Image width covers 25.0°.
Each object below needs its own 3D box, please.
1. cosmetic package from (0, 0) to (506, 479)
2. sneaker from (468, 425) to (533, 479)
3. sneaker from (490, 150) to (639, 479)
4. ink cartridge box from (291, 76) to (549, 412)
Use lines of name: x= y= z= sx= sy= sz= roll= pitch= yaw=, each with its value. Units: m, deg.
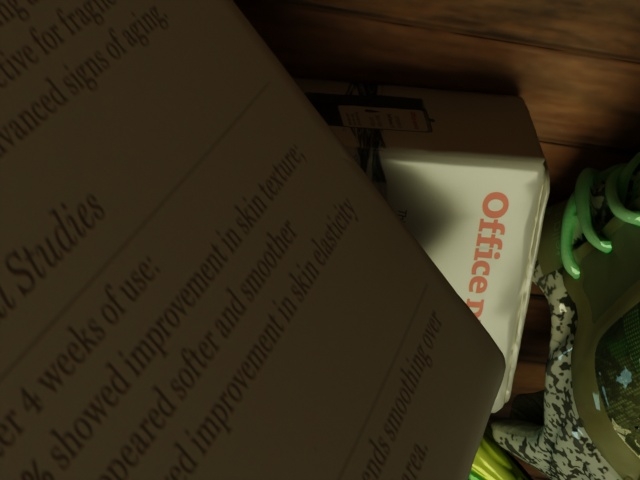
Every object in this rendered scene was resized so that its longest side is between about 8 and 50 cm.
cosmetic package: x=-0.191 y=0.048 z=0.554 sx=0.327 sy=0.329 sz=0.393 roll=-31 pitch=103 yaw=30
sneaker: x=0.061 y=0.162 z=0.889 sx=0.123 sy=0.109 sz=0.295 roll=-42 pitch=106 yaw=5
sneaker: x=0.173 y=0.008 z=0.742 sx=0.182 sy=0.158 sz=0.410 roll=23 pitch=126 yaw=22
ink cartridge box: x=0.000 y=0.000 z=0.741 sx=0.209 sy=0.087 sz=0.153 roll=5 pitch=120 yaw=-3
